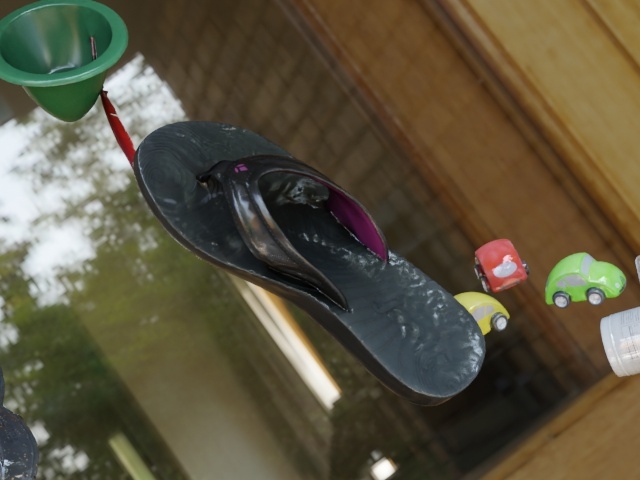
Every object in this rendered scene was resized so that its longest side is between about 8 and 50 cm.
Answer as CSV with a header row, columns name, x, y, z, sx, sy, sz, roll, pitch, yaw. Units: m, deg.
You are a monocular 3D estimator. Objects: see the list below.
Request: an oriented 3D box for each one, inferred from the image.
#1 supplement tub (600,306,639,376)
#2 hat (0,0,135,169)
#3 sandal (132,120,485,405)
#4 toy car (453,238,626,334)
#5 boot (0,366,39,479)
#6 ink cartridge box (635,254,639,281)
name,x,y,z,sx,sy,sz,roll,pitch,yaw
supplement tub,0.364,0.102,1.308,0.107,0.071,0.071,-19,0,25
hat,-0.307,-0.169,1.502,0.173,0.208,0.184,-14,-45,-10
sandal,0.002,-0.001,1.320,0.167,0.445,0.107,-55,1,-34
toy car,0.263,0.050,1.501,0.225,0.053,0.239,-9,25,31
boot,-0.434,0.180,1.232,0.222,0.118,0.338,7,8,-30
ink cartridge box,0.361,0.094,0.666,0.309,0.130,0.272,-16,-44,15
